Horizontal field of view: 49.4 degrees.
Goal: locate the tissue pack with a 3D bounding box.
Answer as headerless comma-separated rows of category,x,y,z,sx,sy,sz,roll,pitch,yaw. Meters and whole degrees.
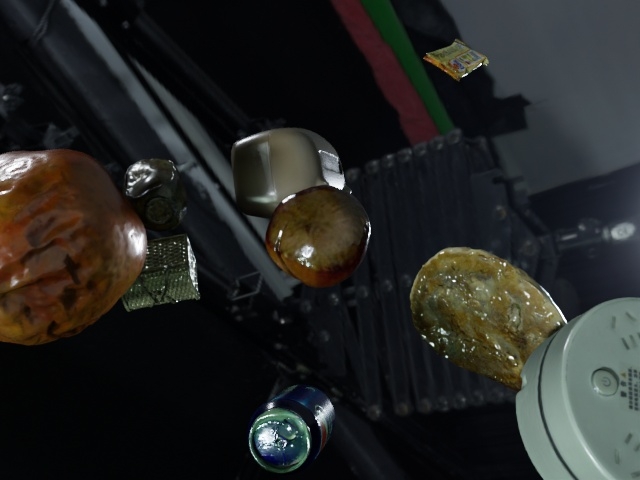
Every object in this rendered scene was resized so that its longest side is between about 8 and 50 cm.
tissue pack,-0.080,-0.198,2.095,0.387,0.276,0.268,5,-106,-73

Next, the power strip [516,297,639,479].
power strip,0.505,0.271,1.095,0.357,0.161,0.358,6,-119,-11

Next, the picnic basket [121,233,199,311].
picnic basket,-0.430,0.094,1.843,0.134,0.196,0.154,86,173,-46

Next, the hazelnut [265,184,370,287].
hazelnut,0.000,0.000,1.334,0.208,0.208,0.208,32,-131,-46

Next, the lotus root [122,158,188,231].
lotus root,-0.423,-0.114,1.784,0.275,0.160,0.152,-120,22,-63

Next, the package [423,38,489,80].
package,0.316,-0.419,1.606,0.120,0.031,0.108,-32,-121,-31

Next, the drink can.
drink can,-0.045,0.300,1.113,0.205,0.118,0.118,19,-124,-79

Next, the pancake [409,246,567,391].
pancake,0.334,0.160,1.375,0.065,0.356,0.356,-40,-70,-33

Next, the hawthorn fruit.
hawthorn fruit,-0.624,0.028,1.538,0.471,0.471,0.472,32,-131,-46
